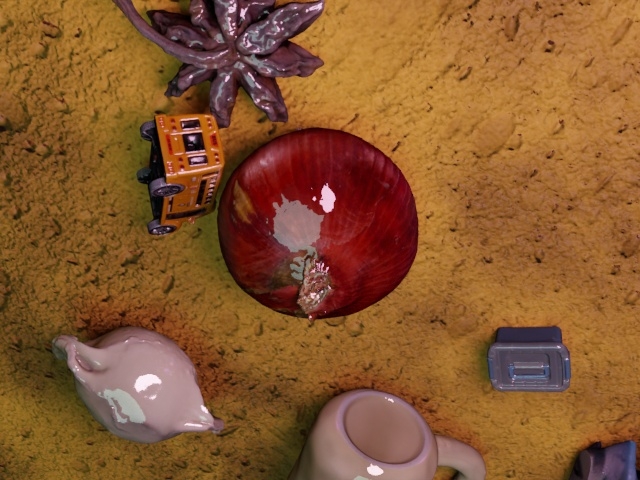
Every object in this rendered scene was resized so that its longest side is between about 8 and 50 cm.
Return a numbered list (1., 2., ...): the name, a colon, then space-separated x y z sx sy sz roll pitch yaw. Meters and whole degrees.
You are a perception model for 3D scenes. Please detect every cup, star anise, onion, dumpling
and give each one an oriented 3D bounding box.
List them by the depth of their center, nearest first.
1. star anise: -0.108 -0.212 1.022 0.231 0.089 0.209 -2 115 3
2. onion: 0.001 -0.009 1.080 0.248 0.161 0.248 -13 123 -21
3. cup: 0.090 0.330 1.272 0.255 0.173 0.202 22 127 1
4. dumpling: -0.253 0.196 1.304 0.258 0.147 0.193 30 166 -19

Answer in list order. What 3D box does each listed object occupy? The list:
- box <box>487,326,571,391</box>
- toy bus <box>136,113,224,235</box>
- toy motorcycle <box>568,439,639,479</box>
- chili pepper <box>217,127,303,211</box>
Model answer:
1. box: 0.259 0.144 1.177 0.099 0.054 0.074 -2 120 16
2. toy bus: -0.162 -0.073 1.099 0.088 0.083 0.194 -9 164 -15
3. toy motorcycle: 0.390 0.391 1.195 0.172 0.232 0.416 24 126 -4
4. chili pepper: -0.065 -0.078 1.128 0.050 0.041 0.153 30 114 -30
